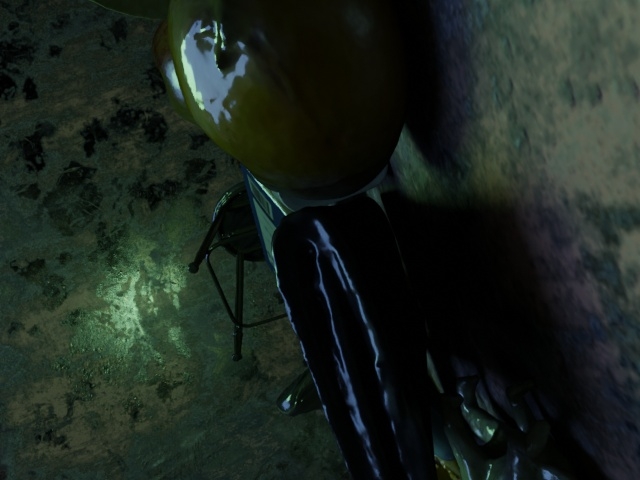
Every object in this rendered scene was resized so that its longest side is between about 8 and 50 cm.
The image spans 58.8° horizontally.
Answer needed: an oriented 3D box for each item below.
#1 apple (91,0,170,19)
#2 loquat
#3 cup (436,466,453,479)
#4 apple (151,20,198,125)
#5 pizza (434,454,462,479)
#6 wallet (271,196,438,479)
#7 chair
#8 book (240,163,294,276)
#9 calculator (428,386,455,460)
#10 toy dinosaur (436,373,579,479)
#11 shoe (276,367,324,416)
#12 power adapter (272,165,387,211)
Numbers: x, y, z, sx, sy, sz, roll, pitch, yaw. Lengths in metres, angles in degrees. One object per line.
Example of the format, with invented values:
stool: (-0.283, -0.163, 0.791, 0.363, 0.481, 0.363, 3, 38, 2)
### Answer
apple: (-0.136, -0.333, 0.462, 0.292, 0.254, 0.292, 164, 90, -84)
loquat: (-0.018, -0.131, 0.449, 0.227, 0.179, 0.179, 56, -175, -41)
cup: (0.149, 0.422, 0.937, 0.280, 0.196, 0.197, -98, -11, -72)
apple: (-0.178, -0.328, 1.039, 0.257, 0.233, 0.257, 162, 90, -83)
pizza: (0.131, 0.262, 0.862, 0.246, 0.058, 0.127, 53, 161, 27)
wallet: (0.056, 0.069, 0.543, 0.406, 0.062, 0.229, -31, -80, -78)
chair: (-0.157, 0.041, 1.663, 0.410, 0.364, 0.362, -111, 3, -55)
book: (-0.024, 0.056, 0.973, 0.300, 0.039, 0.428, 51, 166, 19)
calculator: (0.094, 0.187, 0.731, 0.246, 0.045, 0.141, 40, -176, 2)
toy dinosaur: (0.158, 0.198, 0.466, 0.294, 0.077, 0.162, 107, 149, -79)
shoe: (0.053, 0.320, 1.165, 0.171, 0.132, 0.336, 52, -149, 16)
power adapter: (-0.011, -0.114, 0.708, 0.205, 0.130, 0.125, -133, 23, -79)
